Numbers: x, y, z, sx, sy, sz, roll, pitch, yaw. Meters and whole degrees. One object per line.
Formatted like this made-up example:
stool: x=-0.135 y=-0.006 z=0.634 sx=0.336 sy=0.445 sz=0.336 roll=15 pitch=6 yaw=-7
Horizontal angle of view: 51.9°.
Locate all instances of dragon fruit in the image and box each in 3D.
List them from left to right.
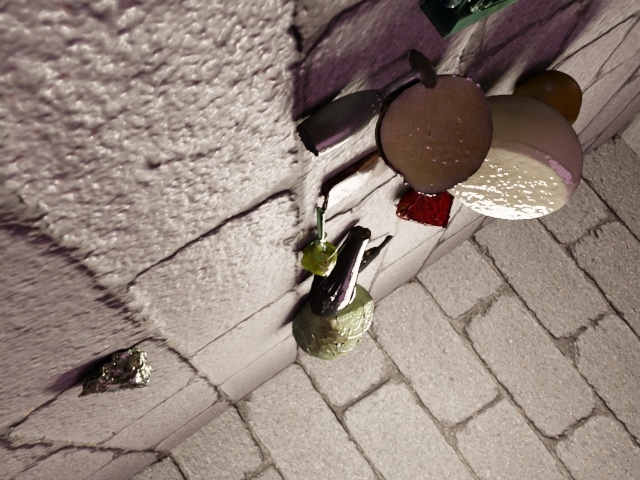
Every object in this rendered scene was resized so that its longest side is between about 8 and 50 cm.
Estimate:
dragon fruit: x=0.238 y=-0.098 z=1.584 sx=0.161 sy=0.120 sz=0.127 roll=7 pitch=-177 yaw=-36

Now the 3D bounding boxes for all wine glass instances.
wine glass: x=0.062 y=-0.182 z=0.886 sx=0.198 sy=0.066 sz=0.066 roll=-34 pitch=166 yaw=-11

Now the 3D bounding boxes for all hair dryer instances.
hair dryer: x=0.112 y=0.031 z=1.711 sx=0.359 sy=0.120 sz=0.303 roll=-37 pitch=156 yaw=-48

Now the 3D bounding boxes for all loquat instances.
loquat: x=0.475 y=-0.287 z=1.400 sx=0.195 sy=0.152 sz=0.152 roll=-13 pitch=154 yaw=-41

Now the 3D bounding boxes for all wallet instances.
wallet: x=0.078 y=-0.120 z=1.200 sx=0.176 sy=0.026 sz=0.095 roll=-33 pitch=163 yaw=-17

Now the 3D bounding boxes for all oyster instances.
oyster: x=-0.379 y=0.257 z=1.246 sx=0.125 sy=0.064 sz=0.177 roll=-40 pitch=165 yaw=30

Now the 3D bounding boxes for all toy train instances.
toy train: x=0.203 y=-0.312 z=0.803 sx=0.172 sy=0.070 sz=0.099 roll=-32 pitch=173 yaw=-25

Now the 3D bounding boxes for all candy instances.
candy: x=0.000 y=-0.003 z=1.347 sx=0.077 sy=0.073 sz=0.262 roll=-52 pitch=164 yaw=-21

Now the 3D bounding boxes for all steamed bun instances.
steamed bun: x=0.374 y=-0.178 z=1.297 sx=0.283 sy=0.283 sz=0.177 roll=111 pitch=-2 yaw=-65

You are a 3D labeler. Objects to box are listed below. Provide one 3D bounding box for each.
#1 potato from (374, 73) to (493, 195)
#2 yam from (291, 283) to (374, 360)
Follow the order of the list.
potato: x=0.159 y=-0.175 z=1.043 sx=0.202 sy=0.182 sz=0.117 roll=-26 pitch=-154 yaw=-16
yam: x=0.045 y=0.237 z=1.962 sx=0.202 sy=0.201 sz=0.271 roll=-30 pitch=158 yaw=-29
